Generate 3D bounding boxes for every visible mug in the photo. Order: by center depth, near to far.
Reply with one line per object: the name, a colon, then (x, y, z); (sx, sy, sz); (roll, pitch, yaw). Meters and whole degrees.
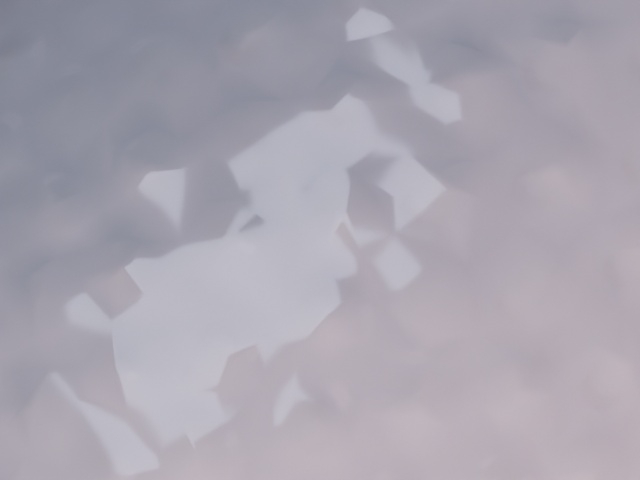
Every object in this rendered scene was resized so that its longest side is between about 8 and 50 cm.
mug: (0.000, 0.000, 0.552); (0.328, 0.374, 0.276); (-46, 110, -13)
